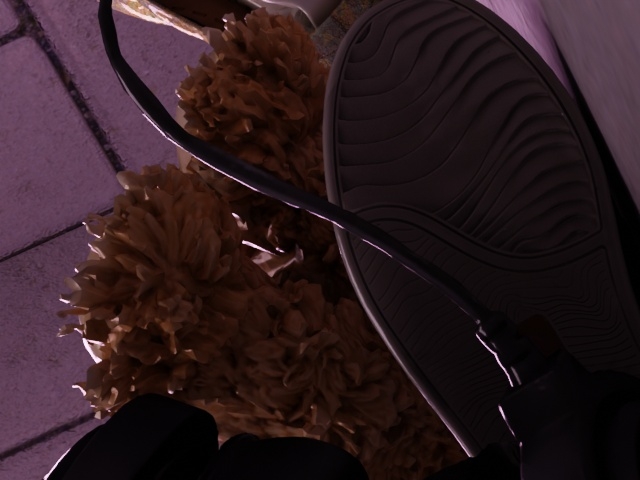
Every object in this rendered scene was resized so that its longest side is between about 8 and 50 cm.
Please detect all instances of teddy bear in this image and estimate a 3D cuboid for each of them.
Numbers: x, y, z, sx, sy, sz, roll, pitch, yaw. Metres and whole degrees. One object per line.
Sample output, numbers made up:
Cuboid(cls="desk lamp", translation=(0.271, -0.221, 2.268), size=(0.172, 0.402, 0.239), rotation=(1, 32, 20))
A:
Cuboid(cls="teddy bear", translation=(0.043, 0.068, 0.646), size=(0.338, 0.113, 0.245), rotation=(61, -146, -14))

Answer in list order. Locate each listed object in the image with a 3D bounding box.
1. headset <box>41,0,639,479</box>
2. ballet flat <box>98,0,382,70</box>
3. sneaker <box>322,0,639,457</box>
Cuboid(cls="headset", translation=(0.027, 0.092, 0.455), size=(0.185, 0.243, 0.394), rotation=(-45, -53, -67))
Cuboid(cls="ballet flat", translation=(-0.084, -0.198, 1.200), size=(0.348, 0.123, 0.123), rotation=(33, 164, 31))
Cuboid(cls="sneaker", translation=(0.067, 0.031, 0.563), size=(0.118, 0.083, 0.222), rotation=(40, -154, -81))
